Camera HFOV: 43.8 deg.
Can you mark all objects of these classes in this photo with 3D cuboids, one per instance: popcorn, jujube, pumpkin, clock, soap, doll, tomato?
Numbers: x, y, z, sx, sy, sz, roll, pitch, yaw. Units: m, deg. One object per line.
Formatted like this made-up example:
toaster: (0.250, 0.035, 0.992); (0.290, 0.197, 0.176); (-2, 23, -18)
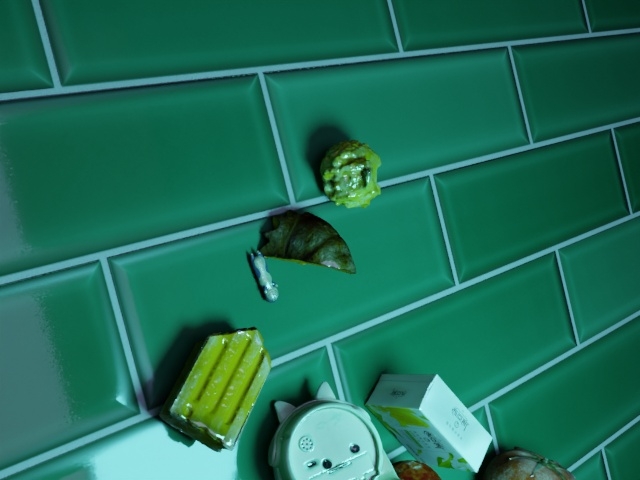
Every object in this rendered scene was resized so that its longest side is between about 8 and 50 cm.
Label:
popcorn: (0.077, -0.159, 1.948); (0.173, 0.142, 0.173); (39, 36, -36)
jujube: (0.179, 0.636, 1.883); (0.255, 0.190, 0.190); (-32, 104, -30)
pumpkin: (0.000, 0.000, 1.848); (0.254, 0.149, 0.130); (14, 83, -36)
clock: (0.020, 0.482, 1.760); (0.265, 0.108, 0.324); (-20, 77, -21)
soap: (-0.204, 0.289, 1.655); (0.160, 0.080, 0.257); (38, 54, -17)
doll: (-0.127, 0.083, 1.803); (0.037, 0.027, 0.125); (-26, 101, -26)
tomato: (0.559, 0.695, 2.133); (0.265, 0.265, 0.265); (7, 79, -39)

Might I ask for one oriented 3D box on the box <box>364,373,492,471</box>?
box: (0.267, 0.447, 1.965); (0.260, 0.194, 0.111); (50, 56, -21)
